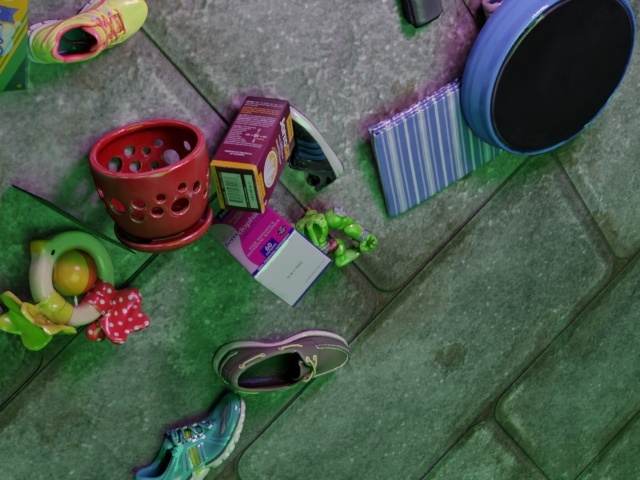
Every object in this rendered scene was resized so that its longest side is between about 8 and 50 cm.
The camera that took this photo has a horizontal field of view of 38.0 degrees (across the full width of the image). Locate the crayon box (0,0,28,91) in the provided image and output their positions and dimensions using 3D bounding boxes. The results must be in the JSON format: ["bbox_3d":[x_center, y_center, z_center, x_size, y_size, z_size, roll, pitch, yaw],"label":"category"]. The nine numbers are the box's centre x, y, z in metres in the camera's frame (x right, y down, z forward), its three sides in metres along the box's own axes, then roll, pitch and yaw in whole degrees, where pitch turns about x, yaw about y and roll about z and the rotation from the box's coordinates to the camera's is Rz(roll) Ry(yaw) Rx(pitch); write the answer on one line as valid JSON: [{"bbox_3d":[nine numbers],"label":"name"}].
[{"bbox_3d":[-0.507,-0.345,1.261,0.203,0.083,0.322,-10,140,-26],"label":"crayon box"}]

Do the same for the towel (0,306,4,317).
[{"bbox_3d":[-0.650,0.084,1.485,0.187,0.049,0.282,-34,127,-14],"label":"towel"}]

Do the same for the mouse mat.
[{"bbox_3d":[-0.400,-0.035,1.510,0.190,0.153,0.007,34,80,-38],"label":"mouse mat"}]

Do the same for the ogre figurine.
[{"bbox_3d":[0.000,0.000,1.796,0.197,0.096,0.118,-9,123,24],"label":"ogre figurine"}]

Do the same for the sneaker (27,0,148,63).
[{"bbox_3d":[-0.345,-0.318,1.428,0.208,0.094,0.081,-34,126,-27],"label":"sneaker"}]

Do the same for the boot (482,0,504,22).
[{"bbox_3d":[0.432,-0.485,1.817,0.258,0.095,0.123,-37,134,-9],"label":"boot"}]

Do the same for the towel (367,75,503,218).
[{"bbox_3d":[0.253,-0.211,1.874,0.336,0.040,0.243,-31,136,-13],"label":"towel"}]

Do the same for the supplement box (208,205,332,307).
[{"bbox_3d":[-0.096,0.007,1.670,0.111,0.220,0.114,-50,127,-1],"label":"supplement box"}]

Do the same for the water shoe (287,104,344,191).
[{"bbox_3d":[-0.031,-0.167,1.714,0.080,0.073,0.203,-43,127,-3],"label":"water shoe"}]

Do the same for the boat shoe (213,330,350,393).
[{"bbox_3d":[-0.063,0.254,1.893,0.305,0.091,0.109,-2,115,-30],"label":"boat shoe"}]

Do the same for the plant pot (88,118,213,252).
[{"bbox_3d":[-0.272,-0.083,1.539,0.191,0.191,0.174,-21,125,-21],"label":"plant pot"}]

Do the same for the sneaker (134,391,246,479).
[{"bbox_3d":[-0.255,0.411,1.855,0.275,0.107,0.110,-48,119,-2],"label":"sneaker"}]

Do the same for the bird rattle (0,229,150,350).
[{"bbox_3d":[-0.406,0.085,1.574,0.254,0.143,0.206,-7,95,-44],"label":"bird rattle"}]

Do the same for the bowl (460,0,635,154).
[{"bbox_3d":[0.456,-0.340,1.827,0.391,0.077,0.391,-20,136,-21],"label":"bowl"}]

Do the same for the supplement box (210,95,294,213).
[{"bbox_3d":[-0.112,-0.149,1.593,0.104,0.081,0.188,82,22,-46],"label":"supplement box"}]

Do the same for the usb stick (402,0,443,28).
[{"bbox_3d":[0.164,-0.520,1.672,0.077,0.045,0.278,-28,124,-15],"label":"usb stick"}]
